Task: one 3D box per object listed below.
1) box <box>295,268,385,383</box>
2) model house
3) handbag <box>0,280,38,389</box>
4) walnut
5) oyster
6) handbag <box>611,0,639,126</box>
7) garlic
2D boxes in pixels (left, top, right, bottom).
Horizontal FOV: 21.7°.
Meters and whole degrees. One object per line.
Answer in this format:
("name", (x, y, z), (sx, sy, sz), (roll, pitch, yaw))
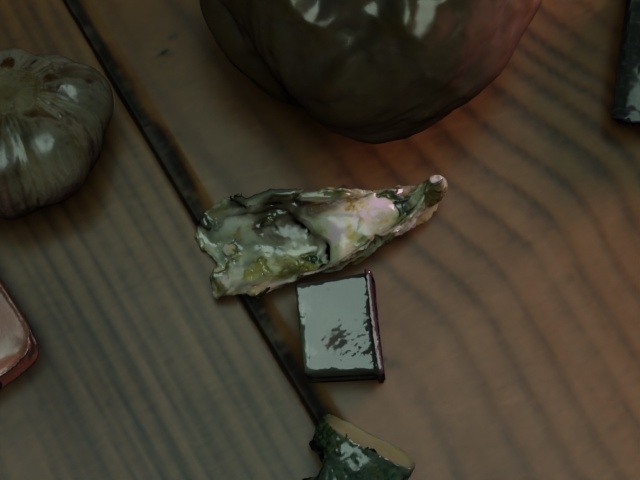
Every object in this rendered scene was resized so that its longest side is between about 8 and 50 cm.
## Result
("box", (0.016, 0.070, 1.294), (0.063, 0.060, 0.084), (-7, 79, 1))
("model house", (0.020, 0.187, 1.274), (0.079, 0.066, 0.083), (26, 96, -7))
("handbag", (-0.339, 0.081, 1.279), (0.212, 0.059, 0.157), (-34, 82, -10))
("walnut", (0.045, -0.213, 1.268), (0.227, 0.273, 0.273), (26, 76, -29))
("oyster", (-0.002, -0.001, 1.317), (0.200, 0.061, 0.106), (2, 80, 7))
("handbag", (0.366, -0.169, 1.349), (0.270, 0.088, 0.175), (-1, 85, -2))
("garlic", (-0.239, -0.079, 1.293), (0.159, 0.102, 0.147), (-37, 58, -27))
